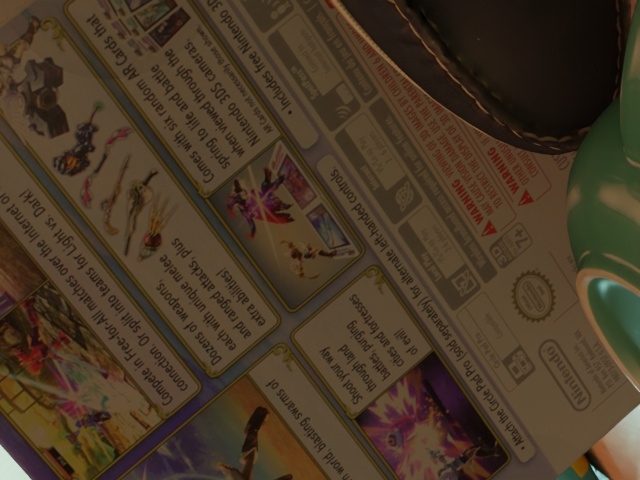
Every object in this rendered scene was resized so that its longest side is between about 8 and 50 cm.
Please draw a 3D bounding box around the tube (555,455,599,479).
[{"bbox_3d":[0.116,0.102,1.053,0.207,0.052,0.080,50,177,-36],"label":"tube"}]

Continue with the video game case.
[{"bbox_3d":[-0.008,-0.001,0.597,0.269,0.244,0.061,55,170,-27],"label":"video game case"}]

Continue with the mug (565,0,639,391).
[{"bbox_3d":[0.118,-0.005,0.447,0.158,0.097,0.129,50,171,-2],"label":"mug"}]

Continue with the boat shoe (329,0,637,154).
[{"bbox_3d":[0.029,-0.121,0.443,0.254,0.095,0.079,65,176,-27],"label":"boat shoe"}]
